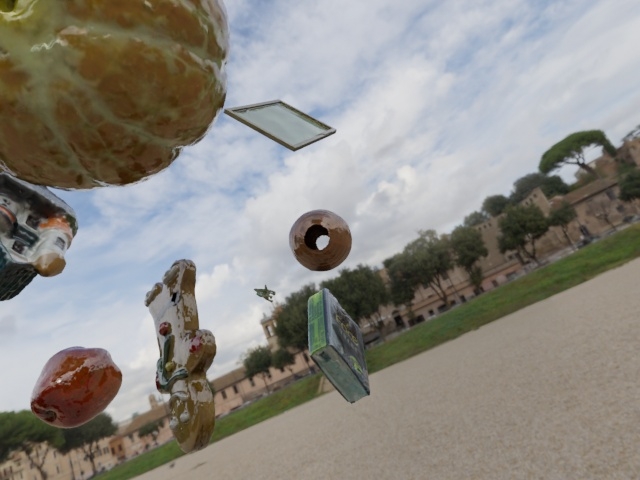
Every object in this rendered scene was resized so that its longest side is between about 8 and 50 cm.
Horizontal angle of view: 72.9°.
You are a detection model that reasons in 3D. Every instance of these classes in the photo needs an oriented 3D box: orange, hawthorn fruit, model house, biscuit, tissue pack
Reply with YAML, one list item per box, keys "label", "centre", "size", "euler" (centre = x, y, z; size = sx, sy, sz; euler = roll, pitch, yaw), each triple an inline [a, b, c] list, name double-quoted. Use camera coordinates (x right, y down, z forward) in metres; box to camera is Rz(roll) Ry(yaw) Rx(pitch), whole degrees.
- label: "orange"
  centre: [-0.258, -0.218, 0.469]
  size: [0.329, 0.329, 0.249]
  euler: [-24, 20, -1]
- label: "hawthorn fruit"
  centre: [-0.564, 0.336, 1.000]
  size: [0.189, 0.189, 0.189]
  euler: [-22, -16, -7]
- label: "model house"
  centre: [-0.629, 0.006, 0.830]
  size: [0.190, 0.301, 0.271]
  euler: [-41, -52, 4]
- label: "biscuit"
  centre: [-0.229, 0.181, 0.696]
  size: [0.049, 0.301, 0.197]
  euler: [2, -33, -38]
- label: "tissue pack"
  centre: [0.040, 0.239, 1.015]
  size: [0.073, 0.173, 0.235]
  euler: [-32, 20, 12]

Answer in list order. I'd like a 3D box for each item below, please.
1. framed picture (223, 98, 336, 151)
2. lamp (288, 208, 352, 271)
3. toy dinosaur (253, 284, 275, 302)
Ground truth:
- label: "framed picture"
  centre: [-0.062, -0.210, 0.770]
  size: [0.010, 0.136, 0.201]
  euler: [-65, -10, 29]
- label: "lamp"
  centre: [0.000, 0.000, 0.924]
  size: [0.136, 0.136, 0.136]
  euler: [-22, -16, -7]
- label: "toy dinosaur"
  centre: [-0.156, 0.141, 1.184]
  size: [0.060, 0.029, 0.119]
  euler: [17, -19, 5]
